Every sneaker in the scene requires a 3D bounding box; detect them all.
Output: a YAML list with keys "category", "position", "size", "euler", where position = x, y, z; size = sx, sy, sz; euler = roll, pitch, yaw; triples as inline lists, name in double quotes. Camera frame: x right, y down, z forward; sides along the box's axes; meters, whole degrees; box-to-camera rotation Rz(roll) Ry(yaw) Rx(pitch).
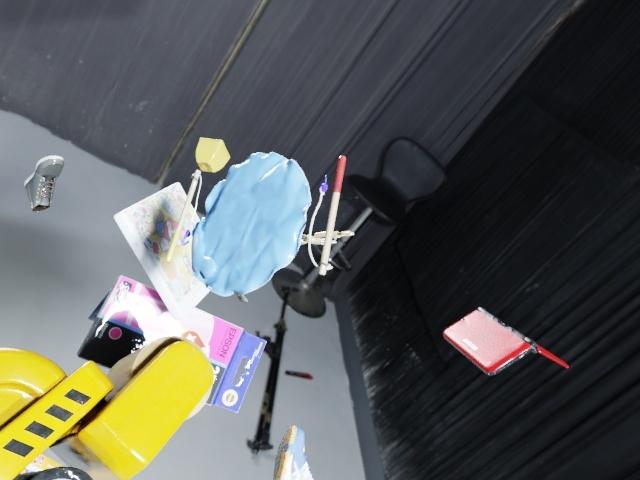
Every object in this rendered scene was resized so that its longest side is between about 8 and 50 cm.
- category: "sneaker"
  position: [-0.060, 0.662, 1.337]
  size: [0.130, 0.112, 0.297]
  euler: [13, 63, -12]
- category: "sneaker"
  position: [-0.931, -0.191, 1.692]
  size: [0.083, 0.222, 0.118]
  euler: [0, 63, -51]

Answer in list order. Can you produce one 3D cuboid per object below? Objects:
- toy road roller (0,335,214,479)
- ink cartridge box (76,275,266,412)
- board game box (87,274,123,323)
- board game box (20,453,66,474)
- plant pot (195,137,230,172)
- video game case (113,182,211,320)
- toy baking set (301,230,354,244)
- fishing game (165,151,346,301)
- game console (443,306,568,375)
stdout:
- category: "toy road roller"
  position: [-0.325, 0.210, 0.621]
  size: [0.241, 0.202, 0.329]
  euler: [52, 44, -8]
- category: "ink cartridge box"
  position: [-0.295, 0.230, 1.054]
  size: [0.370, 0.176, 0.069]
  euler: [30, -18, -25]
- category: "board game box"
  position: [-0.725, 0.237, 1.835]
  size: [0.194, 0.060, 0.194]
  euler: [20, 62, -13]
- category: "board game box"
  position: [-0.577, 0.462, 0.974]
  size: [0.039, 0.124, 0.259]
  euler: [-99, 176, -46]
- category: "plant pot"
  position: [-0.346, -0.261, 1.554]
  size: [0.081, 0.081, 0.083]
  euler: [9, 60, 17]
- category: "video game case"
  position: [-0.286, 0.013, 0.990]
  size: [0.227, 0.026, 0.206]
  euler: [64, 22, -14]
- category: "toy baking set"
  position: [-0.005, 0.000, 1.600]
  size: [0.196, 0.256, 0.030]
  euler: [-2, 83, -31]
- category: "fishing game"
  position: [-0.083, -0.018, 0.600]
  size: [0.041, 0.264, 0.189]
  euler: [32, 62, -50]
- category: "game console"
  position: [0.290, 0.174, 0.791]
  size: [0.085, 0.124, 0.144]
  euler: [62, -7, -20]
